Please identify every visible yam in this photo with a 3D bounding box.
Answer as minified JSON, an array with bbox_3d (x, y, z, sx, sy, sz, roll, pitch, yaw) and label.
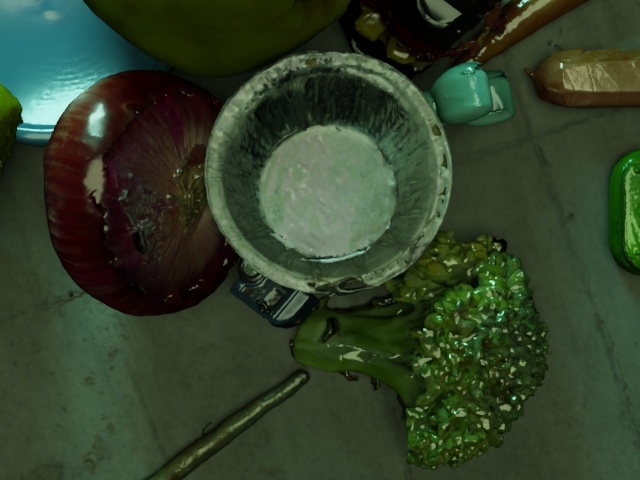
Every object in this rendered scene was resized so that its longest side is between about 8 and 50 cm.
[{"bbox_3d":[-0.110,0.211,1.093,0.234,0.027,0.029,-37,69,0],"label":"yam"}]

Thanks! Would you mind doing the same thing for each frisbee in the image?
[{"bbox_3d":[-0.279,-0.239,1.035,0.290,0.049,0.289,0,89,-8],"label":"frisbee"}]

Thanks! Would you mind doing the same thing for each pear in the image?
[{"bbox_3d":[-0.121,-0.301,0.897,0.375,0.287,0.287,26,93,19],"label":"pear"}]

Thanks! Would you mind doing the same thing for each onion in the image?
[{"bbox_3d":[-0.171,-0.043,0.980,0.161,0.248,0.248,-8,95,23],"label":"onion"}]

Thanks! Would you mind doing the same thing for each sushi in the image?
[{"bbox_3d":[0.109,-0.245,1.002,0.172,0.150,0.153,-25,95,-1],"label":"sushi"}]

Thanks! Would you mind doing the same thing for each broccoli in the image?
[{"bbox_3d":[0.106,0.110,1.016,0.273,0.180,0.242,2,95,-3],"label":"broccoli"}]

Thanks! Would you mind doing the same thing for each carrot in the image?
[{"bbox_3d":[0.270,-0.276,1.059,0.336,0.069,0.069,-34,95,7],"label":"carrot"}]

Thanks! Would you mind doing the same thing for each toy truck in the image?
[{"bbox_3d":[0.000,0.000,1.046,0.088,0.074,0.201,40,88,14],"label":"toy truck"}]

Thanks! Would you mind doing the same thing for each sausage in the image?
[{"bbox_3d":[0.303,-0.171,1.062,0.169,0.065,0.065,-2,95,-4],"label":"sausage"}]

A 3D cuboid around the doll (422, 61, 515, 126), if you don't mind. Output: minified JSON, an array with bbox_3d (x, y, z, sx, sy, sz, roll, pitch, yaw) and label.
[{"bbox_3d":[0.103,-0.130,1.002,0.159,0.159,0.059,-13,90,31],"label":"doll"}]

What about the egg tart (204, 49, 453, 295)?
[{"bbox_3d":[0.006,-0.055,0.918,0.234,0.094,0.234,1,108,2],"label":"egg tart"}]

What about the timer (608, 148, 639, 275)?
[{"bbox_3d":[0.376,-0.031,1.084,0.128,0.047,0.140,-1,95,-3],"label":"timer"}]

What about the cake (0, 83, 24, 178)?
[{"bbox_3d":[-0.393,-0.049,0.948,0.156,0.179,0.260,27,125,-6],"label":"cake"}]
